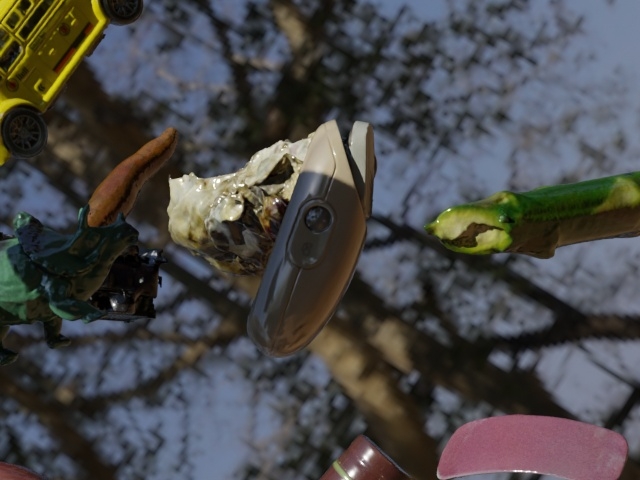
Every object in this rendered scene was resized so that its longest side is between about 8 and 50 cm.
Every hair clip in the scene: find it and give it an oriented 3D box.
[{"bbox_3d":[0.142,0.145,1.251,0.054,0.137,0.022,-61,-42,-40],"label":"hair clip"}]

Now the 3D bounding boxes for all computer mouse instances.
[{"bbox_3d":[0.000,0.000,1.711,0.145,0.082,0.236,64,-133,-87],"label":"computer mouse"}]

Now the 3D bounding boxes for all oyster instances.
[{"bbox_3d":[-0.068,-0.027,1.990,0.233,0.161,0.107,-37,38,36],"label":"oyster"}]

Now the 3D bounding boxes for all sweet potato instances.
[{"bbox_3d":[-0.263,-0.070,2.430,0.057,0.057,0.264,108,-171,-46],"label":"sweet potato"}]

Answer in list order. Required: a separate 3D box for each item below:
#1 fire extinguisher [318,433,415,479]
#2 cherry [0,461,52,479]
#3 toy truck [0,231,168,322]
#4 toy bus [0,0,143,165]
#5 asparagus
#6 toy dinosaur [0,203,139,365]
[{"bbox_3d":[-0.012,0.182,1.040,0.158,0.064,0.043,-49,16,3],"label":"fire extinguisher"},{"bbox_3d":[-0.332,0.344,1.861,0.307,0.261,0.221,-14,18,47],"label":"cherry"},{"bbox_3d":[-0.300,0.037,1.949,0.121,0.259,0.088,-11,74,62],"label":"toy truck"},{"bbox_3d":[-0.357,-0.231,2.186,0.144,0.152,0.330,-7,45,51],"label":"toy bus"},{"bbox_3d":[0.261,-0.028,1.998,0.343,0.085,0.082,-8,-57,-39],"label":"asparagus"},{"bbox_3d":[-0.281,0.071,1.576,0.292,0.120,0.079,-41,2,-10],"label":"toy dinosaur"}]
